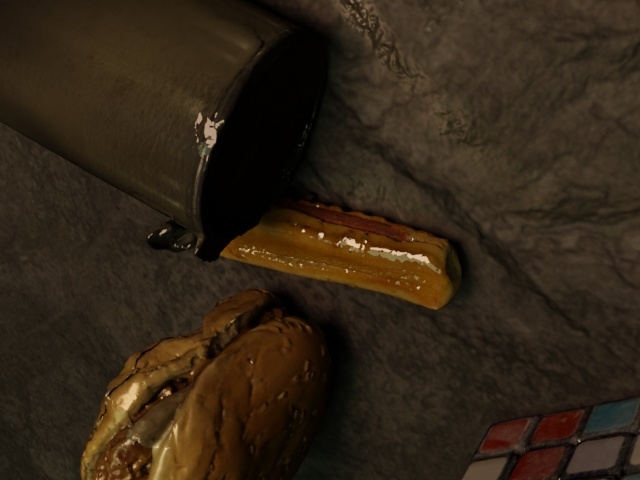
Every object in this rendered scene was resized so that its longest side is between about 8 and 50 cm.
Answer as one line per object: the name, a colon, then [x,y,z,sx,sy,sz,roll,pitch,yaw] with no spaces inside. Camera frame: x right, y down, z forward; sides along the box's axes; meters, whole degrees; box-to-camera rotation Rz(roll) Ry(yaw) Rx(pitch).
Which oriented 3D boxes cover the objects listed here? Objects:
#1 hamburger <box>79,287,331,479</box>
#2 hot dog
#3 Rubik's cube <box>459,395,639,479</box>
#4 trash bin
hamburger: [-0.101,0.191,0.838,0.145,0.283,0.259,34,134,24]
hot dog: [-0.002,0.003,0.812,0.286,0.061,0.087,18,127,23]
Rubik's cube: [0.263,0.312,0.659,0.287,0.292,0.293,-23,103,39]
trash bin: [-0.164,-0.152,0.742,0.302,0.203,0.252,30,95,16]
